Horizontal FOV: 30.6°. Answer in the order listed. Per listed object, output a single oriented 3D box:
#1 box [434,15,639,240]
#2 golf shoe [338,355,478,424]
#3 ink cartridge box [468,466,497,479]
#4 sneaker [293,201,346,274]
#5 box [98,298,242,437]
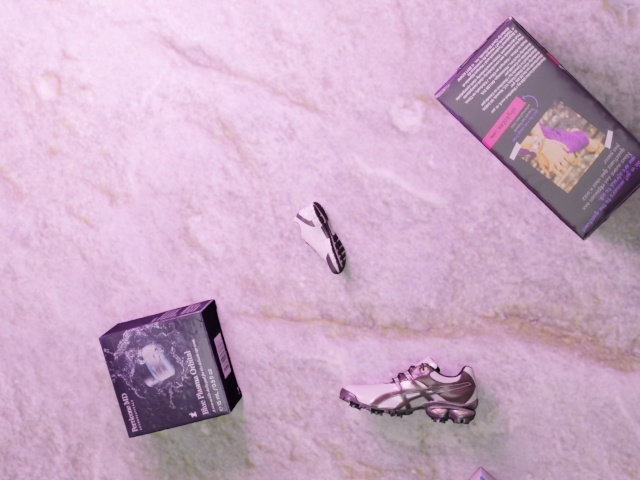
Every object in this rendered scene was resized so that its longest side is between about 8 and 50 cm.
[{"bbox_3d":[0.293,-0.149,1.545,0.270,0.165,0.143,44,100,-2],"label":"box"},{"bbox_3d":[0.126,0.208,1.666,0.198,0.077,0.094,6,88,-2],"label":"golf shoe"},{"bbox_3d":[0.255,0.412,1.664,0.143,0.092,0.090,40,100,0],"label":"ink cartridge box"},{"bbox_3d":[0.000,0.000,1.666,0.043,0.040,0.109,-25,91,25],"label":"sneaker"},{"bbox_3d":[-0.214,0.183,1.682,0.158,0.093,0.156,-15,96,9],"label":"box"}]
